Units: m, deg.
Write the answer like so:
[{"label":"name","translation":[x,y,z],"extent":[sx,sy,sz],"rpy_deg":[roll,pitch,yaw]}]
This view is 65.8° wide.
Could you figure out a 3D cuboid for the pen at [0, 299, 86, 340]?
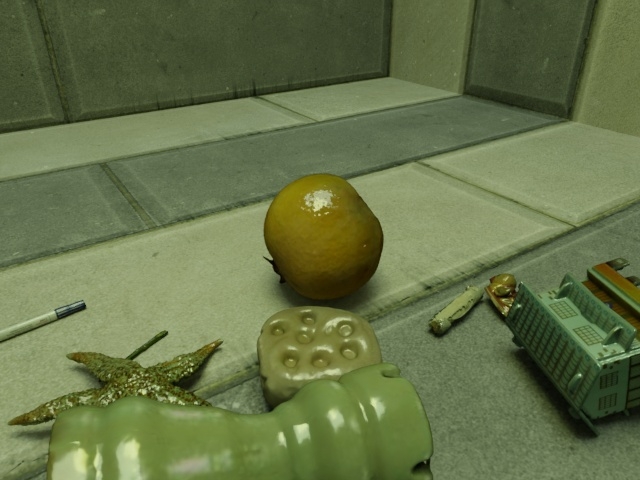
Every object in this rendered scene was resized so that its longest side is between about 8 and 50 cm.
[{"label":"pen","translation":[-0.593,0.170,1.027],"extent":[0.204,0.025,0.025],"rpy_deg":[-22,36,-36]}]

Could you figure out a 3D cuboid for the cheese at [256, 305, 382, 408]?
[{"label":"cheese","translation":[-0.011,0.209,0.852],"extent":[0.218,0.117,0.235],"rpy_deg":[-28,37,-36]}]

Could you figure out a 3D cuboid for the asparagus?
[{"label":"asparagus","translation":[-0.355,0.217,0.947],"extent":[0.016,0.013,0.166],"rpy_deg":[-20,12,40]}]

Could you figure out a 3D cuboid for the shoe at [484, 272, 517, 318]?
[{"label":"shoe","translation":[0.402,0.121,1.057],"extent":[0.069,0.072,0.109],"rpy_deg":[-35,18,18]}]

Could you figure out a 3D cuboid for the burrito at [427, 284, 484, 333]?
[{"label":"burrito","translation":[0.288,0.145,1.043],"extent":[0.185,0.041,0.045],"rpy_deg":[-27,21,-36]}]

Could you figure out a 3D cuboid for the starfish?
[{"label":"starfish","translation":[-0.309,0.263,0.798],"extent":[0.358,0.078,0.347],"rpy_deg":[-8,35,-21]}]

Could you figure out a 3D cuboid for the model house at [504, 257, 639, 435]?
[{"label":"model house","translation":[0.463,0.169,0.834],"extent":[0.215,0.198,0.224],"rpy_deg":[-16,31,-2]}]

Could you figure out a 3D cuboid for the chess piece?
[{"label":"chess piece","translation":[-0.085,0.282,0.626],"extent":[0.442,0.234,0.234],"rpy_deg":[-8,30,-19]}]

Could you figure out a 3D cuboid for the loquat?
[{"label":"loquat","translation":[0.000,0.000,1.093],"extent":[0.275,0.274,0.275],"rpy_deg":[0,29,0]}]
